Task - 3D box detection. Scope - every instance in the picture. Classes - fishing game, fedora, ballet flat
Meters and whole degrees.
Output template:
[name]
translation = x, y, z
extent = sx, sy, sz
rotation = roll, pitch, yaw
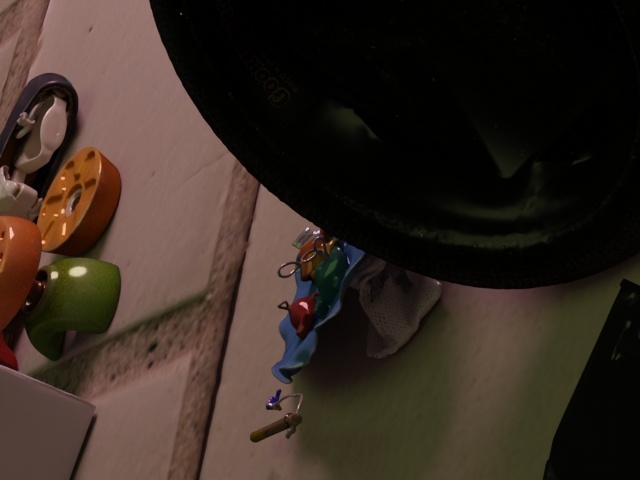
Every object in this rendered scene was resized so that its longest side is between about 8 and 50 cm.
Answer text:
[fishing game]
translation = 0.000, 0.000, 1.088
extent = 0.189, 0.041, 0.264
rotation = 151, 139, -77
[fedora]
translation = 0.074, -0.139, 0.934
extent = 0.334, 0.334, 0.152
rotation = -31, 14, 42
[ballet flat]
translation = -0.279, -0.065, 1.597
extent = 0.074, 0.074, 0.203
rotation = 5, 68, 58

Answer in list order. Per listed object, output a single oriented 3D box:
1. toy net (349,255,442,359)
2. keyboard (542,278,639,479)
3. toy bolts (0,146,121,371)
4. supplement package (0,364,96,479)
[toy net]
translation = 0.055, -0.041, 1.081
extent = 0.122, 0.045, 0.232
rotation = 7, 73, 58
[keyboard]
translation = 0.221, 0.083, 0.742
extent = 0.317, 0.033, 0.201
rotation = 32, 100, 59
[toy bolts]
translation = -0.294, 0.010, 1.464
extent = 0.228, 0.158, 0.218
rotation = -34, 41, 40
[supplement package]
translation = -0.268, 0.191, 1.333
extent = 0.105, 0.105, 0.179
rotation = -3, 64, 57
